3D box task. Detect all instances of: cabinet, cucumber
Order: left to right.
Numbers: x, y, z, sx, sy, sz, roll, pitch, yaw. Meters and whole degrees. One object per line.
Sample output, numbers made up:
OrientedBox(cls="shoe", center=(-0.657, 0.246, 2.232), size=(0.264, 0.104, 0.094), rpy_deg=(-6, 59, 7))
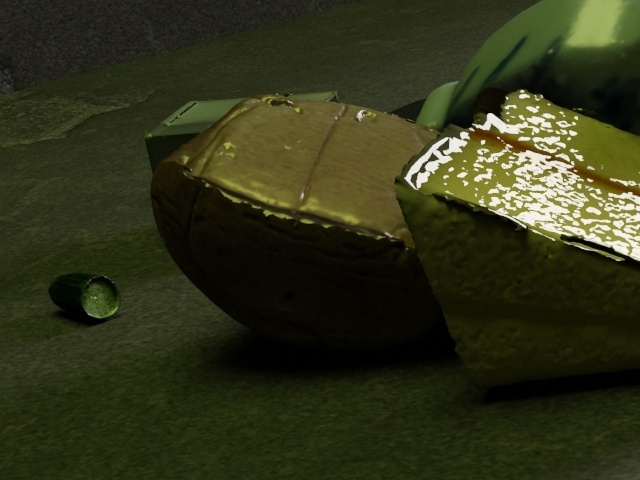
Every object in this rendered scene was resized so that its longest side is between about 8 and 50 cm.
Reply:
OrientedBox(cls="cucumber", center=(-0.267, 0.060, 1.756), size=(0.048, 0.048, 0.105), rpy_deg=(-22, 17, -37))
OrientedBox(cls="cabinet", center=(-0.083, -0.091, 1.990), size=(0.206, 0.150, 0.145), rpy_deg=(-3, 21, 22))

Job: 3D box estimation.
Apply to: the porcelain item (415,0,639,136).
OrientedBox(cls="porcelain item", center=(0.286, -0.145, 1.700), size=(0.405, 0.242, 0.178), rpy_deg=(-22, 15, 50))

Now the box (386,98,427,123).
OrientedBox(cls="box", center=(0.232, -0.156, 2.214), size=(0.350, 0.058, 0.211), rpy_deg=(2, 20, 37))

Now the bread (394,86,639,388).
OrientedBox(cls="bread", center=(0.308, -0.024, 1.402), size=(0.405, 0.242, 0.346), rpy_deg=(-9, 17, 14))

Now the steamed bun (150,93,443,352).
OrientedBox(cls="steamed bun", center=(0.000, 0.000, 1.534), size=(0.301, 0.199, 0.251), rpy_deg=(18, 37, 14))
